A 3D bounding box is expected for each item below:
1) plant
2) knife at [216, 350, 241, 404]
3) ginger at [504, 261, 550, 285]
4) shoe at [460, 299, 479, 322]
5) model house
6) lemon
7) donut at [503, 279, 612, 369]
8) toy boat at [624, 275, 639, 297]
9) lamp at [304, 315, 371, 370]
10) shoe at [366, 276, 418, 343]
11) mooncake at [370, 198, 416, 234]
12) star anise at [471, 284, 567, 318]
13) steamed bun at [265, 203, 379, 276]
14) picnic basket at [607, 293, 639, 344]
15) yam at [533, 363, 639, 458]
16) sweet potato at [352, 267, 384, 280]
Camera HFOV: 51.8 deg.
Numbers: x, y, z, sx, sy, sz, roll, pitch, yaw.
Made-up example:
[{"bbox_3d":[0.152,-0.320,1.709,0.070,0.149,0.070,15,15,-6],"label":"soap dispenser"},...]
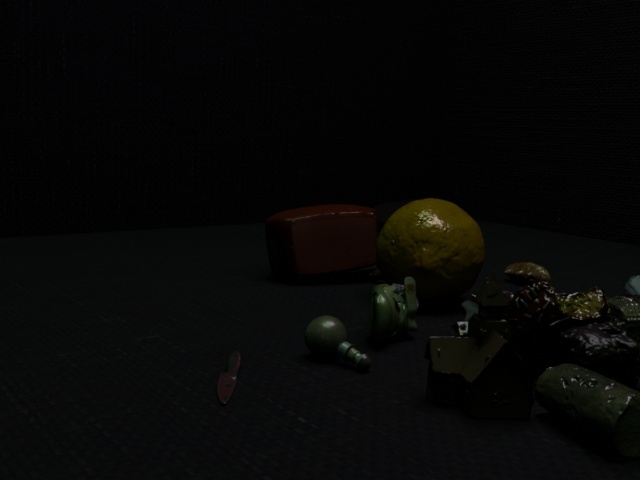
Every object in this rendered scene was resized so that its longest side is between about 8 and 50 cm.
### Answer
[{"bbox_3d":[0.568,0.228,1.274,0.203,0.131,0.142,0,23,-11],"label":"plant"},{"bbox_3d":[-0.174,0.256,1.249,0.036,0.018,0.247,5,10,-2],"label":"knife"},{"bbox_3d":[0.700,0.111,2.241,0.115,0.081,0.205,34,-3,-7],"label":"ginger"},{"bbox_3d":[0.388,0.209,1.612,0.078,0.079,0.195,-33,24,-6],"label":"shoe"},{"bbox_3d":[0.281,0.173,1.188,0.176,0.247,0.181,2,8,-5],"label":"model house"},{"bbox_3d":[0.316,0.031,1.903,0.336,0.335,0.336,3,9,0],"label":"lemon"},{"bbox_3d":[0.489,0.183,1.370,0.230,0.216,0.096,17,33,-27],"label":"donut"},{"bbox_3d":[1.008,0.178,1.998,0.134,0.078,0.207,-6,21,-10],"label":"toy boat"},{"bbox_3d":[0.042,0.220,1.369,0.163,0.090,0.091,27,22,37],"label":"lamp"},{"bbox_3d":[0.170,0.159,1.571,0.128,0.139,0.262,-6,2,7],"label":"shoe"},{"bbox_3d":[0.324,-0.034,2.604,0.351,0.212,0.381,-3,12,-5],"label":"mooncake"},{"bbox_3d":[0.511,0.181,1.664,0.236,0.108,0.223,-5,-21,34],"label":"star anise"},{"bbox_3d":[0.000,0.000,2.186,0.380,0.234,0.248,-8,3,-19],"label":"steamed bun"},{"bbox_3d":[0.702,0.198,1.465,0.197,0.154,0.134,1,10,-18],"label":"picnic basket"},{"bbox_3d":[0.451,0.272,1.085,0.108,0.107,0.194,-1,9,-22],"label":"yam"},{"bbox_3d":[0.280,0.112,2.135,0.347,0.079,0.108,2,-19,0],"label":"sweet potato"}]
